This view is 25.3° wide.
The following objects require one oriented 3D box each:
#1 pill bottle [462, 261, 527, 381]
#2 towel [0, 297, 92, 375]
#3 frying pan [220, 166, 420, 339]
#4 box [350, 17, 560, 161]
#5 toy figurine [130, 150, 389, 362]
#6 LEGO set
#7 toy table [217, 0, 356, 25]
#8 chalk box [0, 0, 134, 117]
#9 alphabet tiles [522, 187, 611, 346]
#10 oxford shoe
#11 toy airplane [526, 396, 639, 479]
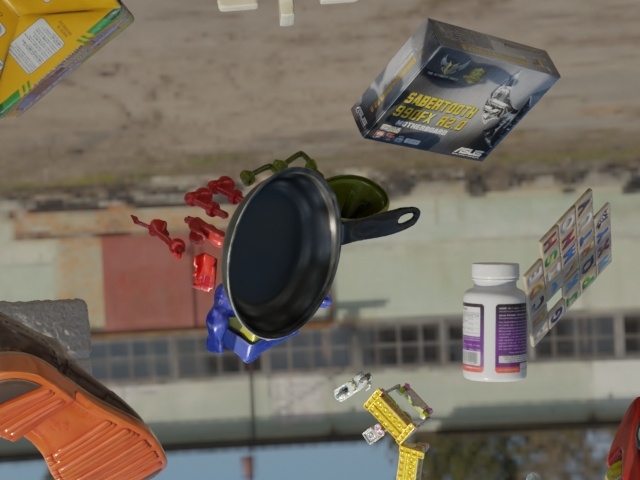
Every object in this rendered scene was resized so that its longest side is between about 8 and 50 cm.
[{"bbox_3d":[0.292,0.134,2.386,0.108,0.194,0.108,0,-178,0],"label":"pill bottle"},{"bbox_3d":[-0.436,0.172,1.931,0.282,0.187,0.049,-2,171,-33],"label":"towel"},{"bbox_3d":[-0.008,-0.023,1.640,0.053,0.197,0.326,13,-138,36],"label":"frying pan"},{"bbox_3d":[0.184,-0.199,1.940,0.231,0.056,0.183,8,137,-39],"label":"box"},{"bbox_3d":[-0.078,0.048,1.855,0.191,0.217,0.362,24,-150,28],"label":"toy figurine"},{"bbox_3d":[0.144,0.350,2.461,0.132,0.287,0.107,-27,175,32],"label":"LEGO set"},{"bbox_3d":[-0.067,-0.497,2.563,0.274,0.161,0.252,-6,170,7],"label":"toy table"},{"bbox_3d":[-0.320,-0.248,1.504,0.179,0.180,0.289,-40,-173,-1],"label":"chalk box"},{"bbox_3d":[0.370,0.031,2.124,0.009,0.198,0.237,35,159,30],"label":"alphabet tiles"},{"bbox_3d":[-0.296,0.189,1.690,0.130,0.133,0.364,-29,142,6],"label":"oxford shoe"},{"bbox_3d":[0.467,0.468,2.098,0.384,0.386,0.272,-28,170,-32],"label":"toy airplane"}]
